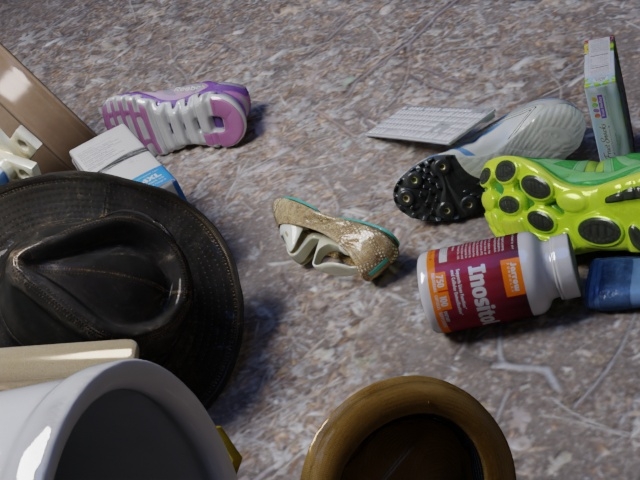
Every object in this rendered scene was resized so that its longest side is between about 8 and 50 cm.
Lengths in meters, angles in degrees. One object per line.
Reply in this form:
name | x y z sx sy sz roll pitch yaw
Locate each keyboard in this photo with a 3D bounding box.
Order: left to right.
keyboard | 0.129 -0.143 1.502 0.072 0.014 0.256 -30 15 -14

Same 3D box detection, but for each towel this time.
towel | 0.320 0.039 1.192 0.119 0.029 0.067 -4 38 25

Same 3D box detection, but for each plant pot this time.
plant pot | -0.441 -0.117 1.688 0.229 0.263 0.263 -46 36 -2

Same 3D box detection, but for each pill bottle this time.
pill bottle | 0.179 0.039 1.222 0.152 0.086 0.086 -13 35 15

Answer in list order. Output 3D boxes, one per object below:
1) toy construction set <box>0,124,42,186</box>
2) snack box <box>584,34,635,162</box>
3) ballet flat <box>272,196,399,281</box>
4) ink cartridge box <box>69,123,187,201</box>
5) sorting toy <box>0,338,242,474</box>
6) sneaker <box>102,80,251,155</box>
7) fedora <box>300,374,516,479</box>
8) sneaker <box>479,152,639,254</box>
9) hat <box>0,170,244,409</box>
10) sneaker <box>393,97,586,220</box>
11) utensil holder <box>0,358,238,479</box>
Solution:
toy construction set | -0.487 -0.033 1.471 0.151 0.215 0.327 44 58 13
snack box | 0.317 -0.138 1.338 0.037 0.141 0.100 -8 36 19
ballet flat | 0.000 0.000 1.401 0.206 0.073 0.067 16 64 48
ink cartridge box | -0.218 -0.037 1.502 0.086 0.148 0.203 -31 35 -10
sorting toy | -0.211 0.208 1.125 0.307 0.229 0.041 -6 -3 24
sneaker | -0.198 -0.185 1.760 0.236 0.095 0.104 0 33 23
fedora | 0.066 0.209 1.026 0.194 0.194 0.079 -37 -1 -21
sneaker | 0.293 -0.037 1.273 0.123 0.110 0.295 -12 14 -43
hat | -0.231 0.053 1.231 0.331 0.331 0.134 -36 -6 -20
sneaker | 0.194 -0.090 1.413 0.237 0.085 0.086 -26 7 1
utensil holder | -0.287 0.281 0.946 0.385 0.328 0.328 -11 35 20
